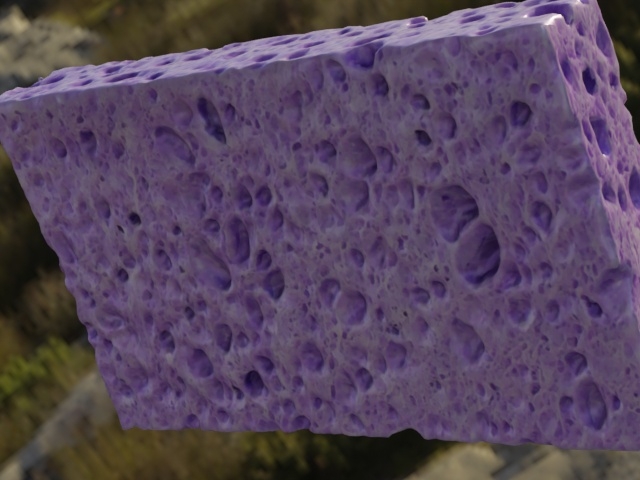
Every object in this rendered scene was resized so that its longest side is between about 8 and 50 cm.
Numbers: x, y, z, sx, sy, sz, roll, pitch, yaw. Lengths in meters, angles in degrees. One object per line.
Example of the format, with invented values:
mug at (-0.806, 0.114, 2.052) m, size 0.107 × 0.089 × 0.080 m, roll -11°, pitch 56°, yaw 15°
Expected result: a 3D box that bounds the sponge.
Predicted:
sponge at (0.000, 0.000, 0.528) m, size 0.210 × 0.117 × 0.031 m, roll -3°, pitch 23°, yaw 41°
